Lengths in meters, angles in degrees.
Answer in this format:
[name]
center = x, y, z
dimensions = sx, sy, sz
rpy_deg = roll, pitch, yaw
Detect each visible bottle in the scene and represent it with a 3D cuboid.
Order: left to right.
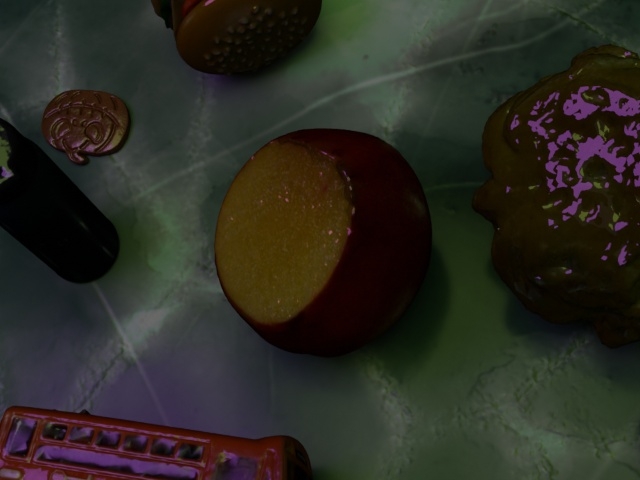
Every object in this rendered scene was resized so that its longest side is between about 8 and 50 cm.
[bottle]
center = -0.249, -0.035, 1.127
dimensions = 0.072, 0.244, 0.082
rpy_deg = -33, 69, -2

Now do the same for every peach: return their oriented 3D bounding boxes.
[peach]
center = 0.000, 0.000, 1.095
dimensions = 0.190, 0.192, 0.190
rpy_deg = -7, 58, 10

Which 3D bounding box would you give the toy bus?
[toy bus]
center = -0.110, 0.228, 1.062
dimensions = 0.329, 0.143, 0.153
rpy_deg = 6, 70, 16

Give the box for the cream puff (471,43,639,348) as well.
[cream puff]
center = 0.247, -0.041, 1.055
dimensions = 0.244, 0.244, 0.196
rpy_deg = 28, 42, 19

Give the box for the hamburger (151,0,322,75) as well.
[hamburger]
center = -0.079, -0.228, 1.212
dimensions = 0.162, 0.162, 0.115
rpy_deg = -25, 69, 2

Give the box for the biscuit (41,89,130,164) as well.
[biscuit]
center = -0.233, -0.112, 1.275
dimensions = 0.091, 0.015, 0.078
rpy_deg = 4, 71, 13
